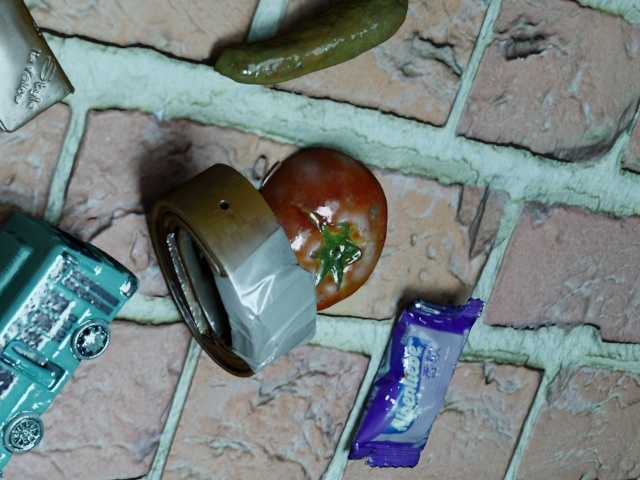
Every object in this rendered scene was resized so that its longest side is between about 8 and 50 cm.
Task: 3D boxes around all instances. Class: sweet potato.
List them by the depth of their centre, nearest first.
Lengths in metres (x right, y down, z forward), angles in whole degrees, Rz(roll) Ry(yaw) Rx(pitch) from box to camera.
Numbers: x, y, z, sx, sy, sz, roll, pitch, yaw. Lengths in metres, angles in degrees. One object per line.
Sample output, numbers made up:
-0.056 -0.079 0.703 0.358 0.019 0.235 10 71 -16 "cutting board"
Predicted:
-0.004 -0.234 1.641 0.273 0.075 0.075 -27 126 -25 "sweet potato"

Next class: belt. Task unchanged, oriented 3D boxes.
-0.099 0.038 1.598 0.105 0.184 0.261 -35 129 -26 "belt"

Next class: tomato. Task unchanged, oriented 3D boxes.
0.003 0.000 1.749 0.225 0.085 0.225 -23 127 -34 "tomato"

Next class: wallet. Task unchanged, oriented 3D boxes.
-0.319 -0.195 1.398 0.095 0.026 0.176 -39 131 -19 "wallet"

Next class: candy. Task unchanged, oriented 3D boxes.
0.135 0.199 1.975 0.145 0.070 0.275 12 105 -38 "candy"

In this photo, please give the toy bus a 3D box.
-0.324 0.100 1.465 0.256 0.128 0.147 -55 134 -5 "toy bus"
